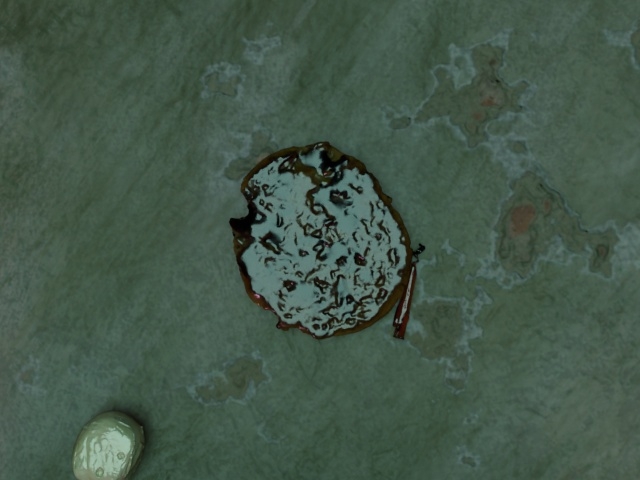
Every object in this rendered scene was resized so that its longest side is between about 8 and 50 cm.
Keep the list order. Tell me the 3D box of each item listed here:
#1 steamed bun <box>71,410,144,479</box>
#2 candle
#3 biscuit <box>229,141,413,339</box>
[{"bbox_3d":[-0.360,0.354,1.399,0.112,0.091,0.130,21,85,2],"label":"steamed bun"},{"bbox_3d":[0.150,0.086,1.407,0.026,0.021,0.167,13,87,5],"label":"candle"},{"bbox_3d":[-0.004,0.002,1.400,0.289,0.081,0.334,-24,88,2],"label":"biscuit"}]
